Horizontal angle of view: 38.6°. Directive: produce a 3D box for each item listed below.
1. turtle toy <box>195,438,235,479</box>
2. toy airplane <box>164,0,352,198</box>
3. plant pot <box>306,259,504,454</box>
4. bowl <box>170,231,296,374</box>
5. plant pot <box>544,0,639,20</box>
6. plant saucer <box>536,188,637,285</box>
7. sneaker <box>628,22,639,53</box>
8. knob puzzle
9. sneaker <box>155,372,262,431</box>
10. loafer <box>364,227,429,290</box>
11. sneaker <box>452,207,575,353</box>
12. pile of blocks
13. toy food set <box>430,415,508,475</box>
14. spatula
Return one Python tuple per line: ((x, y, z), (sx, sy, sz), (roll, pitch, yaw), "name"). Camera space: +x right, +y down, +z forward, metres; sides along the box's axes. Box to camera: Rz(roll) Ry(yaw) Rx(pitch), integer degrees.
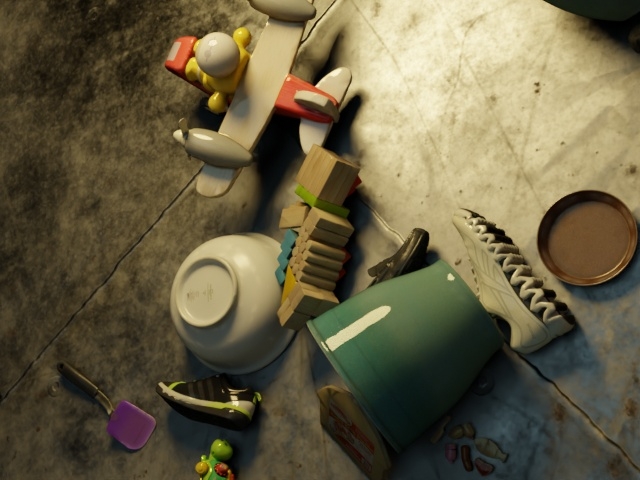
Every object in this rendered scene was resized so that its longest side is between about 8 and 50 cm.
((-0.198, 0.447, 1.755), (0.066, 0.095, 0.130), (-6, 73, 4), "turtle toy")
((-0.136, -0.320, 1.819), (0.384, 0.272, 0.386), (-25, 66, 20), "toy airplane")
((0.157, 0.175, 1.545), (0.255, 0.271, 0.271), (-36, 62, 0), "plant pot")
((-0.192, 0.112, 1.813), (0.298, 0.134, 0.297), (-8, 72, 26), "bowl")
((0.496, -0.489, 1.554), (0.195, 0.290, 0.290), (44, 101, -7), "plant pot")
((0.454, -0.003, 1.558), (0.168, 0.029, 0.168), (-7, 74, 26), "plant saucer")
((0.654, -0.393, 1.526), (0.286, 0.109, 0.130), (-18, 62, 13), "sneaker")
((0.064, 0.325, 1.607), (0.030, 0.213, 0.213), (-30, 57, -25), "knob puzzle")
((-0.217, 0.308, 1.818), (0.235, 0.084, 0.097), (11, 58, 29), "sneaker")
((0.122, 0.068, 1.688), (0.078, 0.076, 0.223), (34, 97, 23), "loafer")
((0.305, 0.065, 1.581), (0.118, 0.110, 0.292), (-45, 60, 21), "sneaker")
((0.000, 0.000, 1.765), (0.149, 0.113, 0.362), (1, 75, 56), "pile of blocks")
((0.254, 0.360, 1.573), (0.122, 0.019, 0.078), (36, 95, 23), "toy food set")
((-0.471, 0.341, 1.957), (0.296, 0.030, 0.084), (31, 94, 31), "spatula")
